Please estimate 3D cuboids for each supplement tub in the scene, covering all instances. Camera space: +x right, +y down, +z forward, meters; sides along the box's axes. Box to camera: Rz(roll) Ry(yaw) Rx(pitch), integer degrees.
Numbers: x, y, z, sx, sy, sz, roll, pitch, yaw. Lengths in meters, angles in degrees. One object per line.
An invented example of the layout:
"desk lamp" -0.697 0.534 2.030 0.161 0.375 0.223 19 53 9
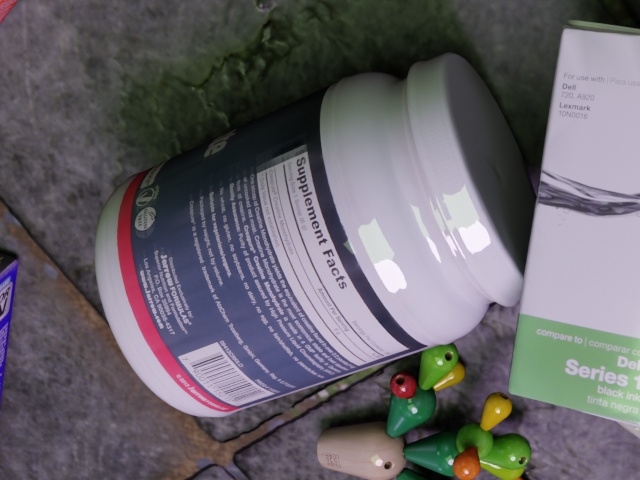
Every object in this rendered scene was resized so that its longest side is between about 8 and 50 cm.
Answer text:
"supplement tub" 0.000 0.000 0.741 0.272 0.191 0.191 -21 109 23

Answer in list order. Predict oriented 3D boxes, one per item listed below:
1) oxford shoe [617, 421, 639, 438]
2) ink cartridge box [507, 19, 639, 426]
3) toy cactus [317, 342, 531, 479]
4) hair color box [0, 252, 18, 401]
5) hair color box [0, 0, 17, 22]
"oxford shoe" 0.392 0.098 0.731 0.449 0.130 0.169 9 118 27
"ink cartridge box" 0.195 -0.015 0.659 0.092 0.160 0.220 12 100 27
"toy cactus" 0.082 0.184 0.873 0.180 0.112 0.219 -3 124 27
"hair color box" -0.396 0.147 0.969 0.185 0.110 0.339 19 117 6
"hair color box" -0.262 -0.198 0.796 0.072 0.043 0.141 43 118 -8
